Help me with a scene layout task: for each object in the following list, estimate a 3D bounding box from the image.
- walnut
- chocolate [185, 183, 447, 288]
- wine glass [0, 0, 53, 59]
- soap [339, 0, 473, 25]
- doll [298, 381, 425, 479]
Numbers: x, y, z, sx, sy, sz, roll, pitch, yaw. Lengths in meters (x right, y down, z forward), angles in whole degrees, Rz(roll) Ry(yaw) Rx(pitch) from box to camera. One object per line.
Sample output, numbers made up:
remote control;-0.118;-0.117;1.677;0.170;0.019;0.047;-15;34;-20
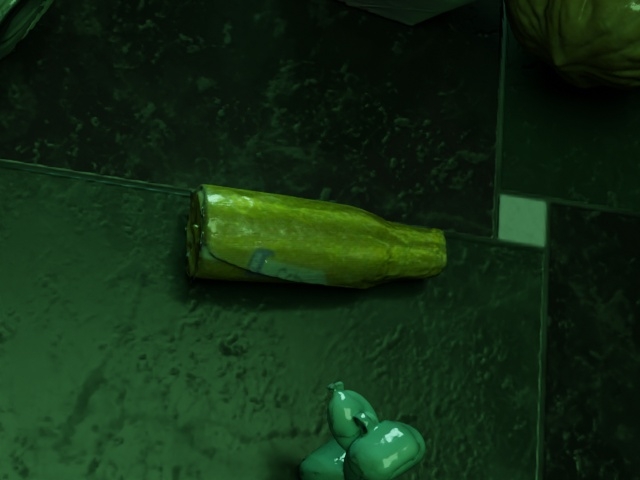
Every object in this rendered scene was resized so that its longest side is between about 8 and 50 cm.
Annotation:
walnut;0.258;-0.227;1.716;0.213;0.213;0.213;5;69;-13
chocolate;0.000;0.000;1.619;0.219;0.085;0.086;4;70;-16
wine glass;-0.328;-0.256;1.597;0.241;0.126;0.126;40;66;2
soap;0.101;-0.300;1.620;0.193;0.324;0.109;18;65;-9
doll;0.041;0.183;1.519;0.059;0.158;0.159;-30;87;-23
